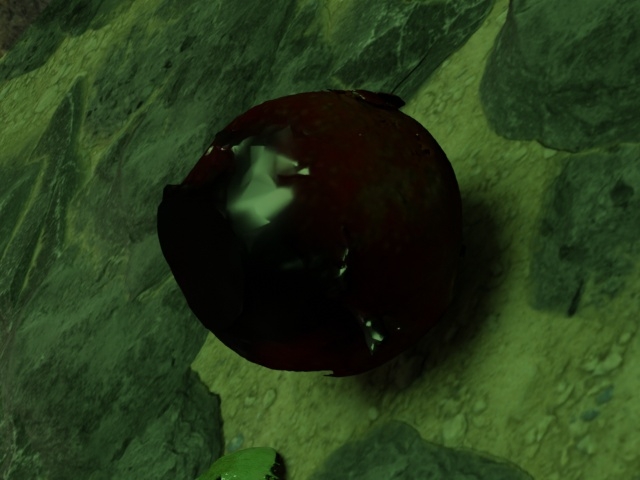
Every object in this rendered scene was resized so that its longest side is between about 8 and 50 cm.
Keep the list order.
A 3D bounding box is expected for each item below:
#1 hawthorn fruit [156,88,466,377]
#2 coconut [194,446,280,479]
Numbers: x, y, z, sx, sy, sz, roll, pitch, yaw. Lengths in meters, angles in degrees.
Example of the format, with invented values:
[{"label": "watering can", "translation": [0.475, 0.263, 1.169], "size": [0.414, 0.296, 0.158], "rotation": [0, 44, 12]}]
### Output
[{"label": "hawthorn fruit", "translation": [-0.008, -0.011, 1.480], "size": [0.316, 0.316, 0.316], "rotation": [-35, 35, 29]}, {"label": "coconut", "translation": [-0.099, 0.279, 1.554], "size": [0.158, 0.055, 0.133], "rotation": [-57, 29, -4]}]
